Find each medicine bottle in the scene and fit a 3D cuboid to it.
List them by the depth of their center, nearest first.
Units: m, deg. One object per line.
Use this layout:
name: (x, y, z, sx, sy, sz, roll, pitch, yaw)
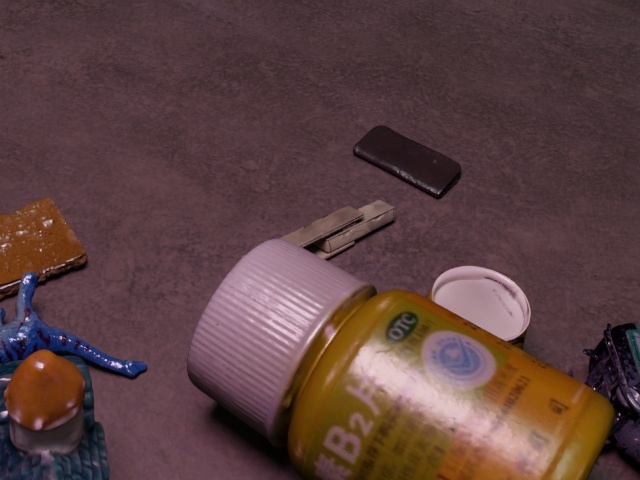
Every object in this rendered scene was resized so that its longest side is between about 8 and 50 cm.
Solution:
medicine bottle: (0.072, 0.164, 0.891, 0.384, 0.224, 0.224, 29, 49, 20)

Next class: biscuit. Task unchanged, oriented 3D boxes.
biscuit: (-0.416, 0.026, 1.099, 0.231, 0.025, 0.131, -23, 52, -25)

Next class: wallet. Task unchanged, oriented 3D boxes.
wallet: (0.130, -0.120, 1.321, 0.156, 0.018, 0.082, 29, 50, 20)

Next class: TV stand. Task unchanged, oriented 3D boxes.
TV stand: (0.000, 0.000, 1.172, 0.249, 0.042, 0.036, -27, 34, -32)

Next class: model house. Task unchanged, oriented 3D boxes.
model house: (-0.282, 0.195, 0.774, 0.190, 0.301, 0.271, -2, 45, -19)

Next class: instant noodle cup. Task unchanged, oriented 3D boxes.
instant noodle cup: (0.170, 0.112, 1.027, 0.151, 0.122, 0.151, 5, 47, -5)

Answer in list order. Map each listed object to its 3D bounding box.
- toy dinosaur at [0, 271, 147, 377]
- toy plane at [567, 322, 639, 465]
toy dinosaur: (-0.369, 0.118, 0.985, 0.329, 0.076, 0.144, -6, 53, -28)
toy plane: (0.379, 0.216, 0.975, 0.155, 0.106, 0.382, 13, 39, -12)
